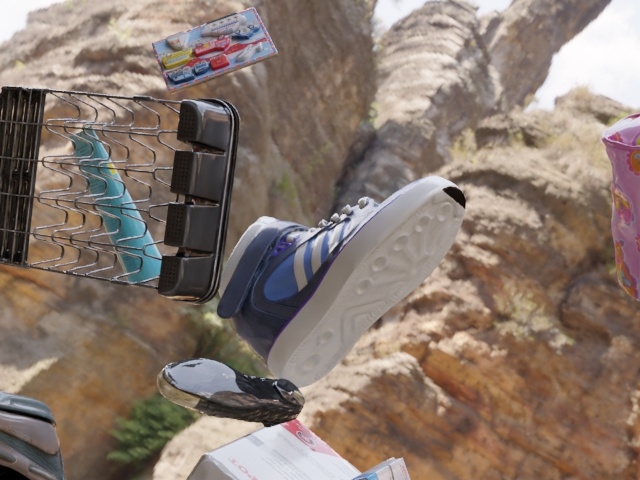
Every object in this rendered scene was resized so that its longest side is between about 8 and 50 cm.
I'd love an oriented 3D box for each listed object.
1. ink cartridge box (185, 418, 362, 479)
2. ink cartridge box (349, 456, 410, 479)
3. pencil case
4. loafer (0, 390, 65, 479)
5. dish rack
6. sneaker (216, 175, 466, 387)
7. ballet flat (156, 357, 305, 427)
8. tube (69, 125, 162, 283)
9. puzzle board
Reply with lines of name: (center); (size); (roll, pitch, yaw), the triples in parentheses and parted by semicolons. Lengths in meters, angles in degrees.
ink cartridge box: (-0.042, 0.338, 1.030); (0.197, 0.114, 0.273); (37, 9, 17)
ink cartridge box: (0.072, 0.262, 0.885); (0.028, 0.083, 0.048); (-25, -99, 39)
pencil case: (0.478, -0.048, 1.200); (0.124, 0.124, 0.284); (14, -48, 43)
loafer: (-0.254, 0.146, 0.541); (0.084, 0.096, 0.267); (56, 10, 22)
dish rack: (-0.227, -0.054, 0.848); (0.271, 0.208, 0.074); (8, 0, 19)
sneaker: (0.000, 0.000, 1.044); (0.130, 0.323, 0.236); (32, 12, -48)
ballet flat: (-0.074, 0.136, 0.702); (0.173, 0.049, 0.057); (26, 22, -52)
tube: (-0.263, -0.044, 1.067); (0.080, 0.052, 0.207); (-12, -74, 49)
puzzle board: (-0.122, -0.218, 0.944); (0.011, 0.128, 0.096); (76, -9, -51)
